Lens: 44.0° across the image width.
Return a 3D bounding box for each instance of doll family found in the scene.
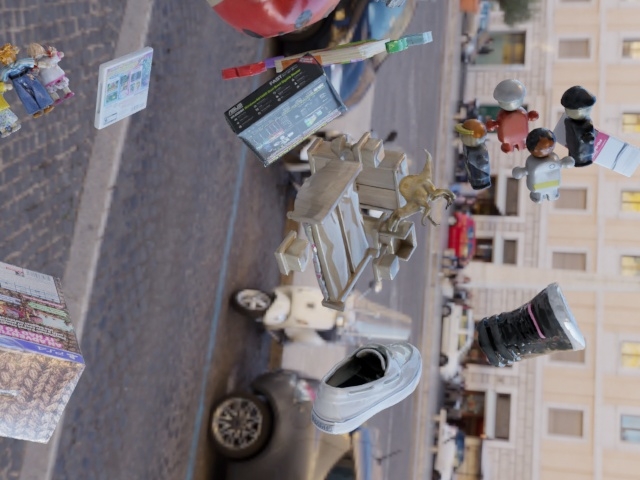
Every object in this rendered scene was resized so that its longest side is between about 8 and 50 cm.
[{"bbox_3d":[-0.671,-0.332,1.714,0.163,0.263,0.118,62,-6,-25],"label":"doll family"}]

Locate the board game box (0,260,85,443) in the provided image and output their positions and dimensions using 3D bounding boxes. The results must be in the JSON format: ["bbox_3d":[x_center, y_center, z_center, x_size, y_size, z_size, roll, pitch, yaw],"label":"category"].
[{"bbox_3d":[-0.511,0.145,1.189,0.141,0.232,0.291,-62,-147,11],"label":"board game box"}]

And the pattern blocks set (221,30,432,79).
[{"bbox_3d":[0.018,-0.325,1.397,0.285,0.325,0.026,-29,114,-49],"label":"pattern blocks set"}]

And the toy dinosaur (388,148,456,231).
[{"bbox_3d":[0.175,-0.083,1.304,0.183,0.093,0.053,-60,178,-30],"label":"toy dinosaur"}]

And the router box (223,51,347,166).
[{"bbox_3d":[-0.038,-0.148,0.908,0.038,0.122,0.092,58,5,25],"label":"router box"}]

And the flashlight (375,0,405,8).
[{"bbox_3d":[0.204,-0.575,1.490,0.103,0.103,0.304,-17,154,-43],"label":"flashlight"}]

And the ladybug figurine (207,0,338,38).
[{"bbox_3d":[-0.078,-0.514,1.603,0.449,0.305,0.161,-64,140,-63],"label":"ladybug figurine"}]

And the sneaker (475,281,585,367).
[{"bbox_3d":[0.320,0.144,1.237,0.296,0.147,0.104,46,27,-73],"label":"sneaker"}]

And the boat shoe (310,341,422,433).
[{"bbox_3d":[0.080,0.205,1.241,0.268,0.096,0.088,-20,126,-46],"label":"boat shoe"}]

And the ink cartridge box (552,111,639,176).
[{"bbox_3d":[0.555,-0.191,1.584,0.063,0.151,0.109,-63,-147,17],"label":"ink cartridge box"}]

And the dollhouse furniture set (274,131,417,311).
[{"bbox_3d":[0.000,0.000,1.303,0.355,0.174,0.303,-54,144,-37],"label":"dollhouse furniture set"}]

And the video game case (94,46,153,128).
[{"bbox_3d":[-0.412,-0.321,1.658,0.157,0.019,0.143,-44,156,-52],"label":"video game case"}]

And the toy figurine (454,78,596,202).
[{"bbox_3d":[0.364,-0.183,1.397,0.209,0.213,0.148,-39,132,-32],"label":"toy figurine"}]
